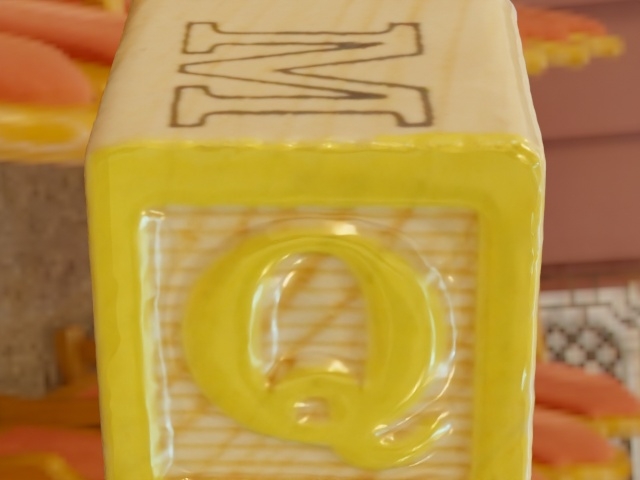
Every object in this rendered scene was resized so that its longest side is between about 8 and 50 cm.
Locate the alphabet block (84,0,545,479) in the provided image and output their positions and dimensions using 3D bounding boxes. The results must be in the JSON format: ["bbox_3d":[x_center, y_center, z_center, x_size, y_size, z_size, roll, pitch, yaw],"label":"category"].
[{"bbox_3d":[0.000,0.000,0.907,0.197,0.193,0.192,-88,176,-64],"label":"alphabet block"}]
